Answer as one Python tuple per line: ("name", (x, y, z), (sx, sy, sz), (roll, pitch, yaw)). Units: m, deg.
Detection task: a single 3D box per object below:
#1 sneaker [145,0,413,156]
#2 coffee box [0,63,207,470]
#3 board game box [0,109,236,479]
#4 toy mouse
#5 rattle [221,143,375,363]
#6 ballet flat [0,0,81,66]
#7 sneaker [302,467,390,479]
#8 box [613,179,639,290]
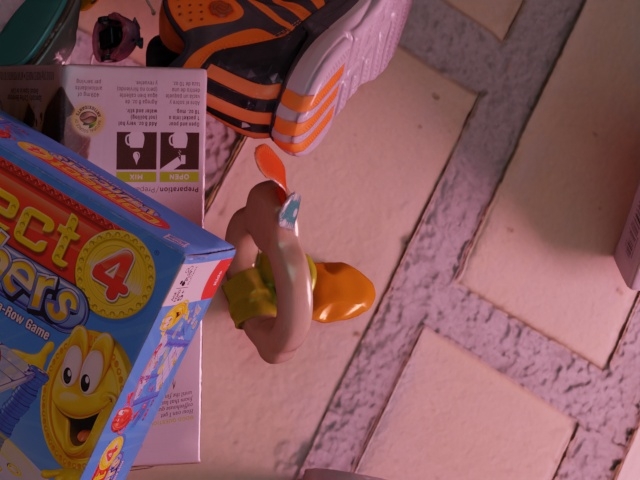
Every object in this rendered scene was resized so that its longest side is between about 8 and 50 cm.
("sneaker", (-0.034, -0.196, 1.638), (0.180, 0.124, 0.321), (22, 33, 12))
("coffee box", (-0.171, 0.016, 1.503), (0.119, 0.168, 0.297), (-1, 94, -26))
("board game box", (-0.261, 0.066, 1.390), (0.308, 0.086, 0.302), (29, 103, 16))
("toy mouse", (-0.157, -0.199, 1.606), (0.031, 0.143, 0.161), (-2, 105, -35))
("rattle", (0.000, 0.000, 1.597), (0.143, 0.199, 0.130), (1, 38, -13))
("ballet flat", (-0.247, -0.118, 1.597), (0.068, 0.072, 0.213), (49, 65, -38))
("sneaker", (0.116, 0.281, 1.650), (0.302, 0.108, 0.121), (15, 76, -11))
("box", (0.445, -0.056, 1.765), (0.322, 0.232, 0.058), (0, 39, -15))
